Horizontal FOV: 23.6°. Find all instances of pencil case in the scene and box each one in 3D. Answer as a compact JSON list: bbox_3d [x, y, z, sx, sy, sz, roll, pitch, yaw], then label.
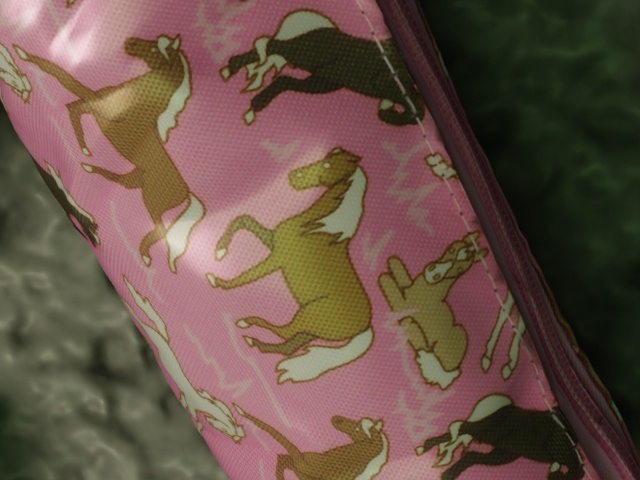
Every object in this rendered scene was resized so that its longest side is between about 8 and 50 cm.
[{"bbox_3d":[0.000,0.000,0.599,0.160,0.167,0.386,-32,112,-15],"label":"pencil case"}]
